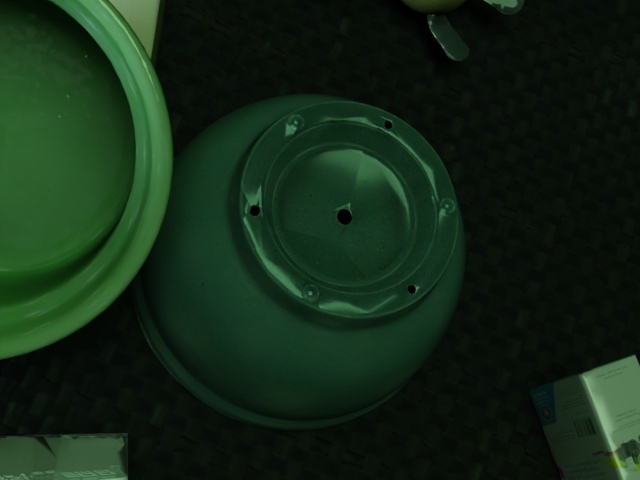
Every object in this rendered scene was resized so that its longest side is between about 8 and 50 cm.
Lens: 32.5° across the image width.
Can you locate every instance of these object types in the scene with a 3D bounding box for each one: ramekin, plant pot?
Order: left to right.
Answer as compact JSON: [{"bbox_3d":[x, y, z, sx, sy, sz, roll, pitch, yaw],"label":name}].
[{"bbox_3d":[-0.255,-0.074,0.826,0.303,0.148,0.303,0,102,-1],"label":"ramekin"},{"bbox_3d":[0.000,0.000,0.909,0.293,0.196,0.293,5,73,-15],"label":"plant pot"}]

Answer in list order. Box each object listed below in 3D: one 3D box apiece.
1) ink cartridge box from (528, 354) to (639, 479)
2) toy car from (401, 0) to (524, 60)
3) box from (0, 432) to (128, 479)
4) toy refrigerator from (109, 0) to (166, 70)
[{"bbox_3d":[0.262,0.203,0.972,0.061,0.104,0.181,-15,79,-19],"label":"ink cartridge box"},{"bbox_3d":[0.110,-0.272,1.060,0.155,0.149,0.188,-41,100,-10],"label":"toy car"},{"bbox_3d":[-0.263,0.301,0.806,0.242,0.076,0.307,1,73,-13],"label":"box"},{"bbox_3d":[-0.188,-0.231,0.982,0.102,0.094,0.269,7,72,-6],"label":"toy refrigerator"}]
